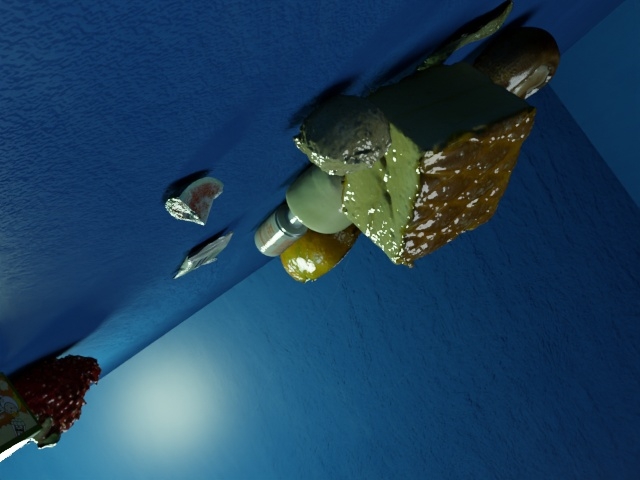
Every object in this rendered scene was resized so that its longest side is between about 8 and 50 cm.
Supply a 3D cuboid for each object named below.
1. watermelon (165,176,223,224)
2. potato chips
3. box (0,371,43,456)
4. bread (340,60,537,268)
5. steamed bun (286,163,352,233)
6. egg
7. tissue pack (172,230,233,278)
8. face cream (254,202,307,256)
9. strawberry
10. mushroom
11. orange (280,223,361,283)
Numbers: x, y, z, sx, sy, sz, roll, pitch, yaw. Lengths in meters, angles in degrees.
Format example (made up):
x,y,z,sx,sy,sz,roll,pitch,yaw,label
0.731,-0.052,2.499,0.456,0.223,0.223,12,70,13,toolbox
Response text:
x,y,z,sx,sy,sz,roll,pitch,yaw,label
-0.162,-0.050,0.759,0.085,0.061,0.085,-26,174,-3,watermelon
0.263,-0.363,1.018,0.209,0.026,0.142,-34,-179,11,potato chips
-0.641,0.352,0.988,0.177,0.148,0.195,-38,177,5,box
0.201,-0.143,1.042,0.279,0.207,0.279,-26,145,-23,bread
0.053,-0.120,1.287,0.200,0.155,0.250,-36,180,33,steamed bun
0.034,-0.154,0.827,0.140,0.116,0.118,-7,-167,-17,egg
-0.277,0.038,1.332,0.122,0.026,0.193,-33,177,-29,tissue pack
-0.086,-0.045,1.511,0.101,0.101,0.251,-33,177,-36,face cream
-0.652,0.341,1.312,0.233,0.138,0.306,-17,-154,6,strawberry
0.440,-0.389,1.327,0.253,0.153,0.253,-35,168,-8,mushroom
0.001,-0.004,1.705,0.310,0.275,0.274,17,-145,36,orange
